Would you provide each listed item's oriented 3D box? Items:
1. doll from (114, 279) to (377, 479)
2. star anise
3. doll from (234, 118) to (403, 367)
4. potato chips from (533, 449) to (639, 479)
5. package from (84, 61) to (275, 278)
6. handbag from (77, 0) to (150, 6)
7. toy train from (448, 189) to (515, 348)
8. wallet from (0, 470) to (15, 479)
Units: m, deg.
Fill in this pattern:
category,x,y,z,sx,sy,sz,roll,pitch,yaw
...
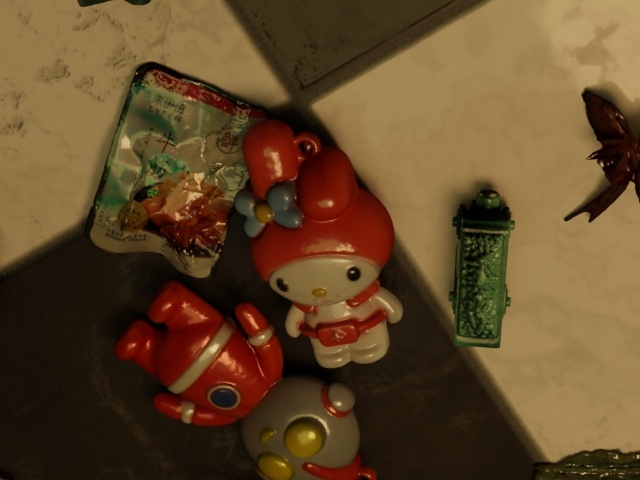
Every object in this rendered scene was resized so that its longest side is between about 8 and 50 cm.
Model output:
category,x,y,z,sx,sy,sz,roll,pitch,yaw
doll,-0.073,0.184,2.080,0.336,0.105,0.200,38,123,-10
star anise,0.335,-0.070,1.940,0.140,0.158,0.144,10,149,12
doll,0.000,0.000,1.974,0.161,0.130,0.290,-8,116,17
potato chips,0.350,0.285,2.116,0.207,0.028,0.092,-7,96,7
package,-0.160,-0.067,2.014,0.166,0.040,0.232,22,114,-3
handbag,-0.125,-0.356,1.737,0.326,0.089,0.238,-6,100,38
toy train,0.175,0.034,1.986,0.070,0.099,0.172,4,114,4
wallet,-0.504,0.284,2.216,0.243,0.039,0.133,27,108,-5
